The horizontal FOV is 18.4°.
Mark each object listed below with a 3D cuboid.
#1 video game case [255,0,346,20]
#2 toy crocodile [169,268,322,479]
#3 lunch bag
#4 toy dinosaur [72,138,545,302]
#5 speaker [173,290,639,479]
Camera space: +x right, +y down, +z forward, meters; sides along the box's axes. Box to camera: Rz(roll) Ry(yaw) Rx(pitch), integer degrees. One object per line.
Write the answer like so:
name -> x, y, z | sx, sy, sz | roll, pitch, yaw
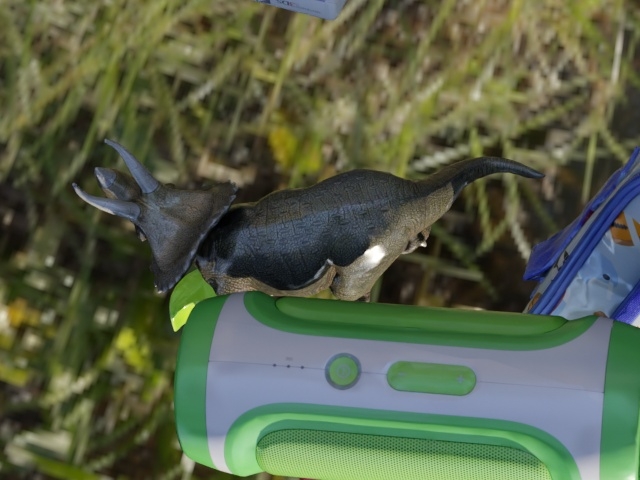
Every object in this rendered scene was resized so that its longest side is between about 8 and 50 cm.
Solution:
video game case -> -0.032, -0.241, 1.378 | 0.173, 0.190, 0.022 | 16, 145, 18
toy crocodile -> -0.007, 0.161, 1.743 | 0.341, 0.105, 0.115 | 55, 169, 3
lunch bag -> 0.264, 0.052, 1.356 | 0.243, 0.115, 0.303 | 32, 143, 1
toy dinosaur -> 0.000, 0.000, 1.369 | 0.313, 0.121, 0.160 | -3, 168, 7
speaker -> 0.061, 0.101, 1.285 | 0.296, 0.131, 0.131 | 4, 139, 12
